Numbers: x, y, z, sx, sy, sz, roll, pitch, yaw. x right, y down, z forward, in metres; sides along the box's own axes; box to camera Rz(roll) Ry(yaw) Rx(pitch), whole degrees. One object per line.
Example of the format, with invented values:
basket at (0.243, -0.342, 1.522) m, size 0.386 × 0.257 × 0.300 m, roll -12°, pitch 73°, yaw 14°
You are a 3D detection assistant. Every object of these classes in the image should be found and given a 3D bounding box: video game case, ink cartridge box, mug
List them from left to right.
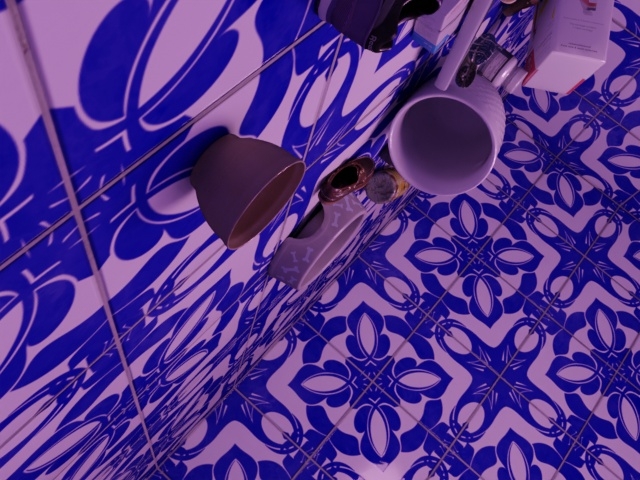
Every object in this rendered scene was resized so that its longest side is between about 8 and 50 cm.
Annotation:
ink cartridge box at (0.239, -0.452, 1.231) m, size 0.104 × 0.060 × 0.180 m, roll -49°, pitch 172°, yaw -8°
mug at (0.359, -0.353, 1.694) m, size 0.328 × 0.276 × 0.373 m, roll -54°, pitch 152°, yaw -52°
video game case at (0.363, -0.530, 1.399) m, size 0.299 × 0.036 × 0.329 m, roll -60°, pitch 176°, yaw -20°
ink cartridge box at (0.742, -0.671, 1.905) m, size 0.279 × 0.161 × 0.384 m, roll 83°, pitch 18°, yaw -83°

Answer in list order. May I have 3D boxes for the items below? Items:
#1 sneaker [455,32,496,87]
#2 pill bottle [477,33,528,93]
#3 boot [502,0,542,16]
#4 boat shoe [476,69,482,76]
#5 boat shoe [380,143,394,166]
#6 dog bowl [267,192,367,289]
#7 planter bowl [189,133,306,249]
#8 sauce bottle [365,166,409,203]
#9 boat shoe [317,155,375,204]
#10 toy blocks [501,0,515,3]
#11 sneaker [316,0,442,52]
sneaker at (0.351, -0.417, 1.477) m, size 0.135 × 0.052 × 0.058 m, roll -55°, pitch -172°, yaw 14°
pill bottle at (0.538, -0.536, 1.963) m, size 0.108 × 0.180 × 0.108 m, roll -48°, pitch 172°, yaw -9°
boot at (0.597, -0.729, 1.883) m, size 0.106 × 0.082 × 0.219 m, roll -23°, pitch -158°, yaw 37°
boat shoe at (0.432, -0.397, 2.006) m, size 0.114 × 0.091 × 0.302 m, roll -51°, pitch 154°, yaw -42°
boat shoe at (0.299, -0.332, 2.021) m, size 0.335 × 0.096 × 0.112 m, roll -47°, pitch 148°, yaw -42°
dog bowl at (0.000, 0.000, 1.853) m, size 0.348 × 0.102 × 0.349 m, roll -47°, pitch 170°, yaw -11°
planter bowl at (-0.114, -0.083, 0.909) m, size 0.162 × 0.109 × 0.162 m, roll -47°, pitch 172°, yaw -9°
sauce bottle at (0.247, -0.199, 2.207) m, size 0.111 × 0.111 × 0.344 m, roll -53°, pitch 172°, yaw 21°
boat shoe at (0.078, -0.162, 1.633) m, size 0.207 × 0.073 × 0.073 m, roll -43°, pitch 171°, yaw -37°
toy blocks at (0.484, -0.658, 1.536) m, size 0.123 × 0.054 × 0.148 m, roll -61°, pitch 174°, yaw -7°
sneaker at (0.131, -0.366, 0.860) m, size 0.283 × 0.124 × 0.107 m, roll -49°, pitch 172°, yaw -5°
